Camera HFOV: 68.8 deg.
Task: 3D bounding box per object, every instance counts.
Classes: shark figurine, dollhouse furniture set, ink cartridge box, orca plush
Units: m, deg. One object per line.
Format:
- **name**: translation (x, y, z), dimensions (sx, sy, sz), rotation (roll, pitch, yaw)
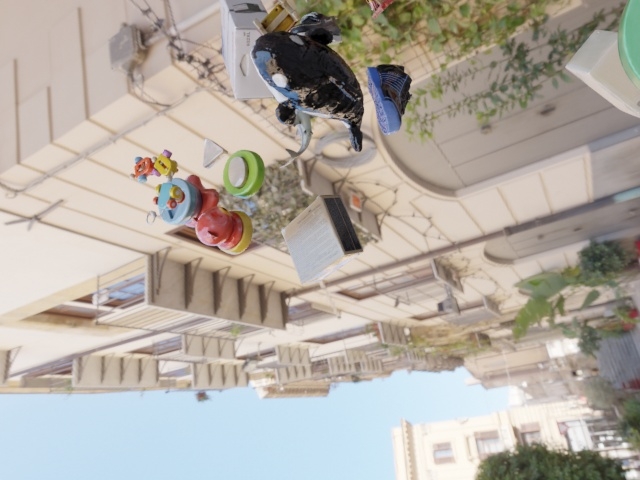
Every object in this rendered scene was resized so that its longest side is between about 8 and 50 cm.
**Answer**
- **shark figurine**: translation (-0.082, -0.408, 1.799), dimensions (0.166, 0.116, 0.279), rotation (6, -104, -27)
- **dollhouse furniture set**: translation (0.031, -0.612, 1.216), dimensions (0.201, 0.374, 0.152), rotation (46, -169, -14)
- **ink cartridge box**: translation (-0.234, -0.622, 1.485), dimensions (0.223, 0.128, 0.308), rotation (99, 158, -44)
- **orca plush**: translation (0.018, -0.216, 0.725), dimensions (0.102, 0.151, 0.287), rotation (36, 176, 34)
- **ink cartridge box**: translation (0.000, 0.000, 1.407), dimensions (0.088, 0.234, 0.193), rotation (-8, -109, -39)

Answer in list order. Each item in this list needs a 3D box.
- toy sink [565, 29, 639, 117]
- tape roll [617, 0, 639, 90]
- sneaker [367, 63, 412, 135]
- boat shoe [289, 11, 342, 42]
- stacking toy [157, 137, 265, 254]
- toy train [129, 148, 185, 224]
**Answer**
- **toy sink**: translation (0.841, -0.464, 1.298), dimensions (0.234, 0.131, 0.153), rotation (31, -155, -11)
- **tape roll**: translation (0.735, -0.405, 0.853), dimensions (0.077, 0.321, 0.322), rotation (-24, -86, -63)
- **sneaker**: translation (0.158, -0.312, 1.001), dimensions (0.081, 0.090, 0.232), rotation (79, -177, -49)
- **boat shoe**: translation (-0.021, -0.657, 1.449), dimensions (0.302, 0.114, 0.091), rotation (-46, -53, -63)
- **stacking toy**: translation (-0.305, -0.136, 1.248), dimensions (0.130, 0.308, 0.280), rotation (10, -78, -57)
- **toy train**: translation (-0.333, -0.116, 0.972), dimensions (0.046, 0.125, 0.166), rotation (13, -130, -56)
